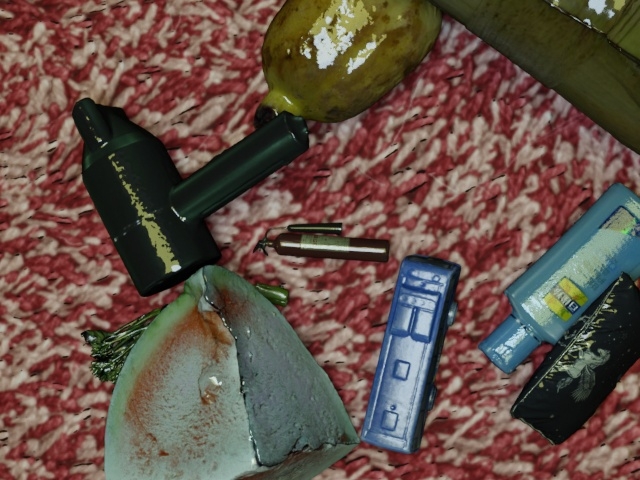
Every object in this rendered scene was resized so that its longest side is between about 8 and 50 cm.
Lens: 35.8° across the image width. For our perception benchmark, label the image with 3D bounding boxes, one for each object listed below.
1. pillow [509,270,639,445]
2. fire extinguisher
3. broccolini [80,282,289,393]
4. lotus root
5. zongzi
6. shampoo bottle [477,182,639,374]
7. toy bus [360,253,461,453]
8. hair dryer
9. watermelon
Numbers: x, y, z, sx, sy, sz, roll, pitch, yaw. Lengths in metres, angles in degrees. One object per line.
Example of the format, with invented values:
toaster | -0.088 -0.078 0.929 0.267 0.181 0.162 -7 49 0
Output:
pillow | 0.312 0.143 1.148 0.208 0.141 0.055 -50 45 1
fire extinguisher | 0.000 0.000 1.236 0.173 0.035 0.049 3 91 4
broccolini | -0.160 0.130 1.245 0.271 0.062 0.123 -19 96 3
lotus root | 0.030 -0.244 1.187 0.314 0.141 0.169 -43 99 4
zongzi | 0.397 -0.333 1.022 0.500 0.218 0.467 35 102 -7
shampoo bottle | 0.297 0.056 1.181 0.104 0.061 0.258 45 94 3
toy bus | 0.111 0.135 1.184 0.079 0.094 0.236 13 89 8
hair dryer | -0.153 -0.104 1.185 0.302 0.116 0.244 -30 85 25
watermelon | -0.129 0.206 1.139 0.289 0.214 0.320 -27 114 -1
